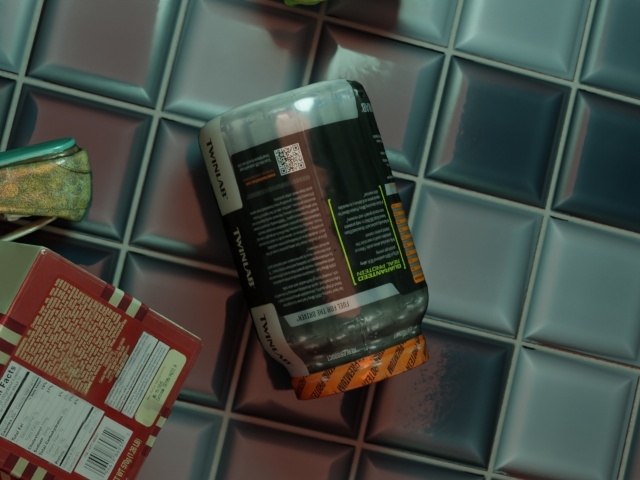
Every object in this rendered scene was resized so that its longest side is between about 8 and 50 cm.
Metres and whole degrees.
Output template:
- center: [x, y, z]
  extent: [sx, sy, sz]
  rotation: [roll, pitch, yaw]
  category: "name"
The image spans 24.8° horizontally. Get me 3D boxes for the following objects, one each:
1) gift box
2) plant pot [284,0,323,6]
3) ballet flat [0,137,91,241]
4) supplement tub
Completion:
- center: [-0.304, 0.160, 1.592]
  extent: [0.276, 0.258, 0.255]
  rotation: [40, 73, -29]
  category: "gift box"
- center: [0.029, -0.409, 1.692]
  extent: [0.276, 0.276, 0.254]
  rotation: [-9, 99, -9]
  category: "plant pot"
- center: [-0.435, -0.039, 1.666]
  extent: [0.348, 0.123, 0.123]
  rotation: [-9, 88, -9]
  category: "ballet flat"
- center: [0.000, 0.000, 1.675]
  extent: [0.207, 0.207, 0.338]
  rotation: [-17, 89, -9]
  category: "supplement tub"
